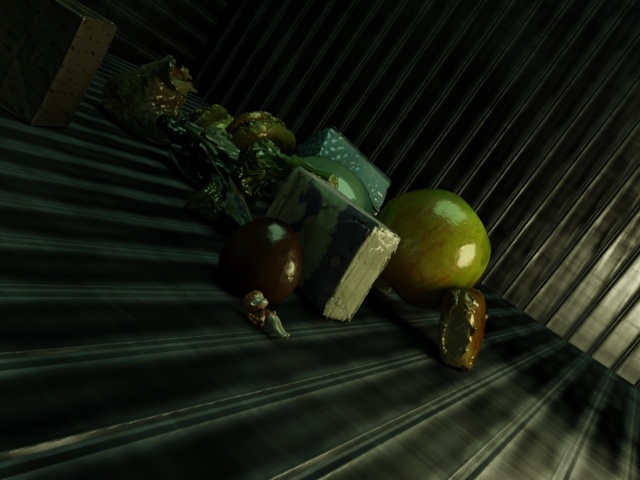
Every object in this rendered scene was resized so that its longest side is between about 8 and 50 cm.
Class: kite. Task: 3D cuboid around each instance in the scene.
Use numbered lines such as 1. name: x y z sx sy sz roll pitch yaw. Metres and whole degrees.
1. kite: -0.230 -0.122 1.725 0.314 0.011 0.335 61 7 -24

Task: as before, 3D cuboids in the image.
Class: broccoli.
1. broccoli: -0.089 -0.178 1.797 0.304 0.145 0.165 14 24 28

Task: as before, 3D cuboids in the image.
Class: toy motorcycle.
1. toy motorcycle: -0.318 -0.235 1.996 0.237 0.168 0.410 3 39 -53

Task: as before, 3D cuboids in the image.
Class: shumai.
1. shumai: -0.273 -0.091 1.675 0.087 0.099 0.124 48 23 -12
2. shumai: -0.551 -0.497 2.171 0.314 0.262 0.267 33 31 8

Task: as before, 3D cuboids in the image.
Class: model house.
1. model house: 0.017 -0.123 2.283 0.360 0.339 0.297 41 -38 -23

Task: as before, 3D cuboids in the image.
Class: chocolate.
1. chocolate: -0.111 0.036 1.327 0.177 0.176 0.177 30 10 -6

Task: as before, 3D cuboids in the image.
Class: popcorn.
1. popcorn: -0.399 -0.402 2.526 0.253 0.191 0.190 8 59 -62

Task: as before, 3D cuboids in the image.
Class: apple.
1. apple: 0.301 0.016 1.873 0.339 0.339 0.339 30 10 -6

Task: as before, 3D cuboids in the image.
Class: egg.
1. egg: -0.001 -0.101 1.955 0.276 0.276 0.389 24 16 -36

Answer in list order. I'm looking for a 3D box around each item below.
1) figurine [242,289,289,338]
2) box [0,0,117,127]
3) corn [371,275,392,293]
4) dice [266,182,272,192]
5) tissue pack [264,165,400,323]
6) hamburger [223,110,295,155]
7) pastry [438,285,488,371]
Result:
1. figurine: -0.099 0.137 1.202 0.109 0.047 0.064 46 8 23
2. box: -0.681 -0.453 1.626 0.225 0.297 0.190 32 13 3
3. corn: 0.137 0.086 2.036 0.211 0.087 0.087 28 10 2
4. dice: -0.082 -0.233 2.588 0.193 0.194 0.192 24 14 -44
5. tissue pack: 0.000 0.000 1.584 0.125 0.242 0.344 20 15 -43
6. hamburger: -0.241 -0.325 2.408 0.318 0.319 0.158 14 44 -58
7. pastry: 0.364 0.219 1.718 0.100 0.229 0.218 8 43 23
